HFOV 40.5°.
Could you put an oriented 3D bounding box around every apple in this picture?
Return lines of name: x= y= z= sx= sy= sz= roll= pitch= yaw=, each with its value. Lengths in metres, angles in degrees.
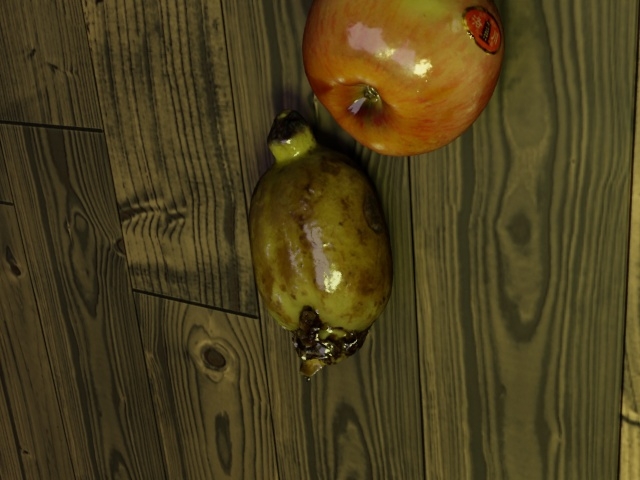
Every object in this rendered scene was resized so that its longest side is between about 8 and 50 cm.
apple: x=0.078 y=-0.182 z=0.844 sx=0.209 sy=0.164 sz=0.209 roll=32 pitch=151 yaw=20

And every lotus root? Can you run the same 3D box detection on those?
lotus root: x=0.000 y=0.000 z=1.022 sx=0.169 sy=0.141 sz=0.314 roll=-4 pitch=99 yaw=34
